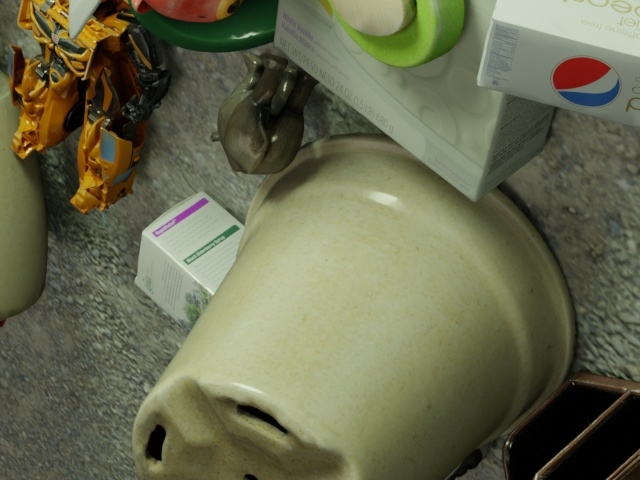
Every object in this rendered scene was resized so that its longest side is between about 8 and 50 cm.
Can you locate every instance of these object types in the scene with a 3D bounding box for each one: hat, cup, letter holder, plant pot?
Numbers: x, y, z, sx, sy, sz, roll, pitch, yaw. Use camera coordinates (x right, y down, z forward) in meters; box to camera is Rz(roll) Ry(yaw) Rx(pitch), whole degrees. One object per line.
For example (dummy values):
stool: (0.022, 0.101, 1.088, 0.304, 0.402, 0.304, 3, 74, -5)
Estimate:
hat: (-0.097, -0.287, 1.776, 0.173, 0.208, 0.183, 59, -160, -51)
cup: (-0.451, -0.082, 2.239, 0.331, 0.331, 0.237, 32, 118, 32)
letter holder: (0.258, 0.303, 1.720, 0.152, 0.214, 0.302, 7, 127, 50)
plant pot: (0.009, 0.127, 1.711, 0.334, 0.305, 0.334, 17, 130, 22)

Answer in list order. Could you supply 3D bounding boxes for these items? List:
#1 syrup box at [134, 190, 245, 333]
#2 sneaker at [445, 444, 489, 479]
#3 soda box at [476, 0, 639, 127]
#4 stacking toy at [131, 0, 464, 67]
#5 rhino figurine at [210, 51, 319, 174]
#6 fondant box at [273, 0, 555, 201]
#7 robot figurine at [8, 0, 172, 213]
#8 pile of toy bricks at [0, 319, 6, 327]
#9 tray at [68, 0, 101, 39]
syrup box: (-0.078, 0.066, 2.048, 0.237, 0.096, 0.093, 41, 145, 21)
sneaker: (0.057, 0.207, 2.009, 0.292, 0.110, 0.118, -15, 99, 57)
soda box: (0.225, -0.128, 1.388, 0.216, 0.074, 0.069, 15, 140, 5)
stacking toy: (-0.031, -0.249, 1.462, 0.279, 0.130, 0.309, 39, 146, 26)
rhino figurine: (-0.057, -0.112, 1.797, 0.073, 0.106, 0.243, 19, -179, -9)
fondant box: (0.089, -0.223, 1.543, 0.238, 0.096, 0.330, 39, 145, 23)
robot figurine: (-0.250, -0.167, 2.057, 0.211, 0.085, 0.291, 39, 146, 20)
pile of toy bricks: (-0.480, 0.030, 2.567, 0.212, 0.118, 0.105, 24, 170, 15)
tray: (-0.168, -0.294, 1.770, 0.030, 0.145, 0.270, 27, 151, -13)
